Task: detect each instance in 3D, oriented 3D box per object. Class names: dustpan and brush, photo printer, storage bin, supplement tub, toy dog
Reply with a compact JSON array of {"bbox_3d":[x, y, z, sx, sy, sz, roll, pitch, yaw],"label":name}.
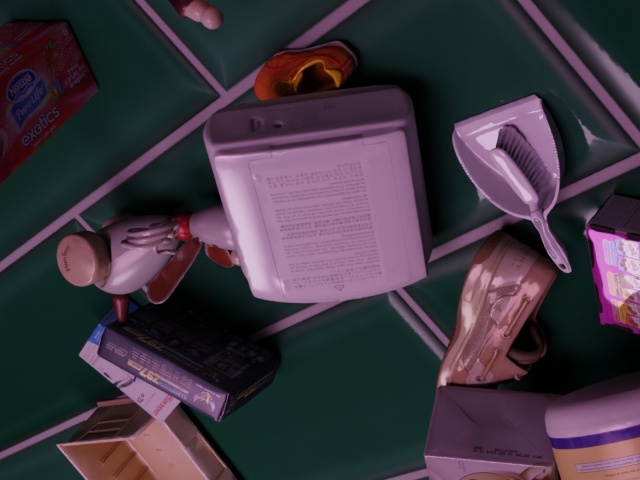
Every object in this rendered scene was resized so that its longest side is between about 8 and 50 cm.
[{"bbox_3d":[0.250,-0.057,1.662,0.147,0.060,0.211,-17,116,48],"label":"dustpan and brush"},{"bbox_3d":[0.008,-0.043,1.763,0.256,0.107,0.307,-8,135,6],"label":"photo printer"},{"bbox_3d":[-0.303,0.424,2.580,0.260,0.123,0.262,-13,119,47],"label":"storage bin"},{"bbox_3d":[0.425,0.326,1.671,0.241,0.241,0.331,-19,86,49],"label":"supplement tub"},{"bbox_3d":[-0.238,0.040,2.084,0.334,0.220,0.161,-1,105,53],"label":"toy dog"}]

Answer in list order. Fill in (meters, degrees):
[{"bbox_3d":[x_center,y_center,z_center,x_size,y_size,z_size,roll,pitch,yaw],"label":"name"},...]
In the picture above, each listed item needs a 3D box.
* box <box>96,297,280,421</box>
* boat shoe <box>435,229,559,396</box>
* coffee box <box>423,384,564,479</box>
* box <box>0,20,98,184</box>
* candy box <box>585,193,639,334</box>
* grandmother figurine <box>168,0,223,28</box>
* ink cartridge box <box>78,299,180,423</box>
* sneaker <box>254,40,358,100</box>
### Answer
[{"bbox_3d":[-0.204,0.181,2.193,0.233,0.183,0.059,25,112,16],"label":"box"},{"bbox_3d":[0.233,0.141,1.832,0.110,0.121,0.341,26,140,19],"label":"boat shoe"},{"bbox_3d":[0.247,0.332,1.880,0.168,0.118,0.297,3,138,16],"label":"coffee box"},{"bbox_3d":[-0.450,-0.191,1.957,0.128,0.257,0.122,7,134,36],"label":"box"},{"bbox_3d":[0.430,0.046,1.597,0.233,0.071,0.159,16,138,36],"label":"candy box"},{"bbox_3d":[-0.151,-0.357,1.674,0.342,0.104,0.207,9,106,38],"label":"grandmother figurine"},{"bbox_3d":[-0.302,0.205,2.388,0.191,0.082,0.139,41,143,1],"label":"ink cartridge box"},{"bbox_3d":[-0.031,-0.204,1.746,0.175,0.067,0.064,-15,119,49],"label":"sneaker"}]
